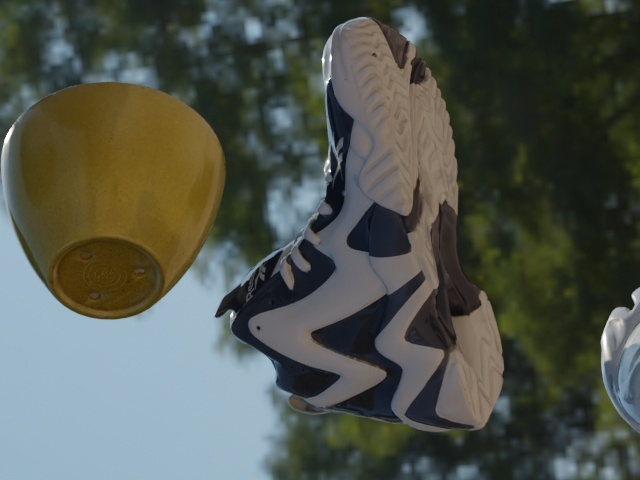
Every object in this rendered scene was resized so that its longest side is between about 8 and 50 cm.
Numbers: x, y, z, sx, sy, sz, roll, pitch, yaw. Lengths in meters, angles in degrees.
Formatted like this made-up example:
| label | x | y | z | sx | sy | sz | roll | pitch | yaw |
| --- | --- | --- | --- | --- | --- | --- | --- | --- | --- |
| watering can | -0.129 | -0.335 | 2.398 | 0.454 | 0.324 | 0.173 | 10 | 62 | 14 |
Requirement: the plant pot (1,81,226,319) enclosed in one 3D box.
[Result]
| label | x | y | z | sx | sy | sz | roll | pitch | yaw |
| --- | --- | --- | --- | --- | --- | --- | --- | --- | --- |
| plant pot | -0.122 | -0.011 | 1.141 | 0.095 | 0.134 | 0.134 | -94 | -13 | -47 |

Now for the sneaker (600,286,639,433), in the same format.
| label | x | y | z | sx | sy | sz | roll | pitch | yaw |
| --- | --- | --- | --- | --- | --- | --- | --- | --- | --- |
| sneaker | 0.270 | 0.015 | 0.941 | 0.110 | 0.292 | 0.118 | 58 | -171 | 5 |

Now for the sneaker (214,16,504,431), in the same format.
| label | x | y | z | sx | sy | sz | roll | pitch | yaw |
| --- | --- | --- | --- | --- | --- | --- | --- | --- | --- |
| sneaker | 0.000 | 0.000 | 1.069 | 0.094 | 0.153 | 0.235 | -60 | -43 | -53 |
